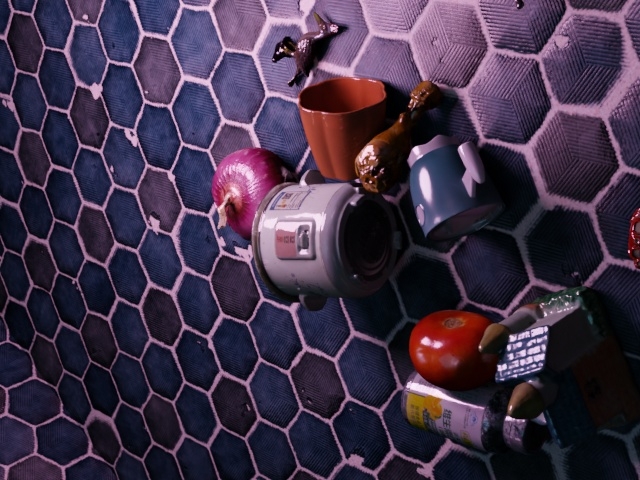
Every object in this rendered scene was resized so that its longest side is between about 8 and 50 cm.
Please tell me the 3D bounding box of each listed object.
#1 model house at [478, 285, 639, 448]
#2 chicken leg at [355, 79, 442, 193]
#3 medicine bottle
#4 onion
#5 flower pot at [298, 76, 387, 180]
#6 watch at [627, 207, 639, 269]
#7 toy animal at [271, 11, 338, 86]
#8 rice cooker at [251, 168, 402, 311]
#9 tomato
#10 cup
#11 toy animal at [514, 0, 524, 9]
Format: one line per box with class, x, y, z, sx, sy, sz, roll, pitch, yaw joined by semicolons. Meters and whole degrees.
model house;0.397;0.259;1.877;0.194;0.325;0.267;-22;90;44
chicken leg;0.156;-0.206;2.055;0.087;0.107;0.251;36;99;21
medicine bottle;0.317;0.351;2.118;0.293;0.141;0.141;11;113;40
onion;-0.142;-0.116;2.366;0.200;0.201;0.207;-58;33;40
flower pot;0.053;-0.227;2.137;0.191;0.191;0.173;21;133;37
watch;0.649;0.002;1.718;0.268;0.102;0.164;-1;103;35
toy animal;-0.028;-0.415;2.226;0.202;0.070;0.105;-31;96;43
rice cooker;0.000;0.000;2.206;0.317;0.264;0.316;4;96;40
tomato;0.275;0.222;2.078;0.195;0.195;0.136;12;118;41
cup;0.248;-0.106;2.003;0.299;0.168;0.173;113;137;-65
toy animal;0.328;-0.504;1.836;0.176;0.073;0.217;45;126;23
